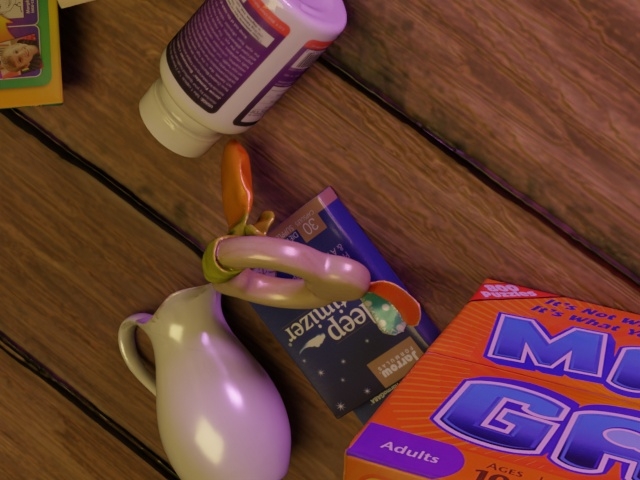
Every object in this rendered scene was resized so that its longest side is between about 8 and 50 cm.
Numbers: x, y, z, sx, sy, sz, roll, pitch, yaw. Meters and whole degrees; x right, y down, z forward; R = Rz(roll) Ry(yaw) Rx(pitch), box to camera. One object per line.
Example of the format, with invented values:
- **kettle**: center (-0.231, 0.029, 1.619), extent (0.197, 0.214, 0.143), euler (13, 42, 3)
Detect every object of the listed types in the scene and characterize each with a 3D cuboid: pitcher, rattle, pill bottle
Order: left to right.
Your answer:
- **pitcher**: center (-0.124, 0.156, 1.344), extent (0.177, 0.125, 0.207), euler (-23, 88, 50)
- **pill bottle**: center (-0.076, -0.164, 1.198), extent (0.108, 0.108, 0.193), euler (48, 120, 1)
- **rattle**: center (0.000, 0.000, 1.230), extent (0.199, 0.143, 0.130), euler (4, 141, 9)

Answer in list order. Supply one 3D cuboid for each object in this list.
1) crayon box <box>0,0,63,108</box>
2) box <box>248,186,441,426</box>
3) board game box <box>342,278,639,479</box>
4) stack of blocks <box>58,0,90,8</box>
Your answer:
- **crayon box**: center (-0.333, -0.259, 1.241), extent (0.081, 0.165, 0.279), euler (-138, 45, -59)
- **box**: center (0.024, 0.077, 1.285), extent (0.136, 0.036, 0.225), euler (-37, 93, 30)
- **board game box**: center (0.231, 0.289, 1.084), extent (0.356, 0.356, 0.356), euler (13, 114, 20)
- **stack of blocks**: center (-0.222, -0.355, 1.129), extent (0.087, 0.171, 0.297), euler (-7, 115, 31)
